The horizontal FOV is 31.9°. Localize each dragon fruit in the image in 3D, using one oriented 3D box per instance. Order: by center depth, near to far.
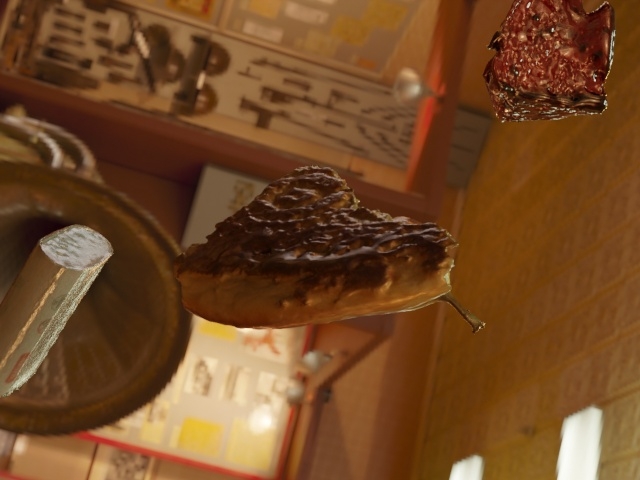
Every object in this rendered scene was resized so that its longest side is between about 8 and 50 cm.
[{"bbox_3d":[0.217,-0.209,1.043,0.122,0.092,0.192,15,-99,41],"label":"dragon fruit"}]

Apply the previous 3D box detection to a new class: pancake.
[{"bbox_3d":[0.000,0.000,1.017,0.244,0.266,0.057,-75,153,-57],"label":"pancake"}]

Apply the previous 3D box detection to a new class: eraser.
[{"bbox_3d":[-0.393,0.096,1.560,0.227,0.081,0.174,-56,180,15],"label":"eraser"}]

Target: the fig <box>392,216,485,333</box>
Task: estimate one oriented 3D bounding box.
[{"bbox_3d":[0.161,0.065,1.798,0.160,0.230,0.143,-58,180,-5],"label":"fig"}]
